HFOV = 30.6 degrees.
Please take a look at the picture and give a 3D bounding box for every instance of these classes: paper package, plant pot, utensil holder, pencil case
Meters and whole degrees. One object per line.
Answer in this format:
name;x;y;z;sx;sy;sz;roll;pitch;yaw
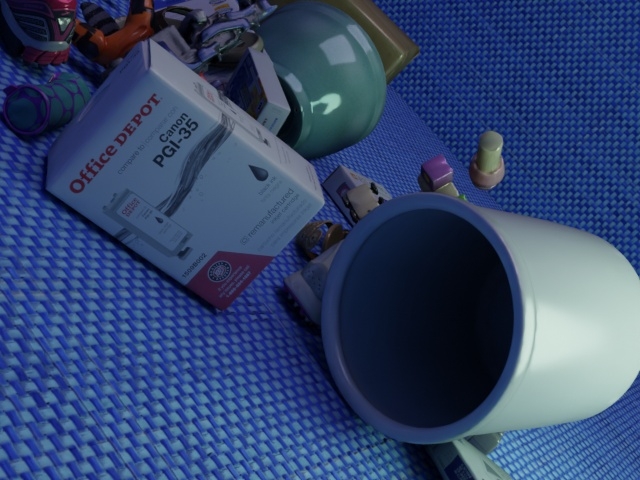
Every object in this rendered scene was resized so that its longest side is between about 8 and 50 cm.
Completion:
paper package;-0.016;-0.387;2.391;0.325;0.309;0.168;45;16;3
plant pot;-0.053;-0.269;2.144;0.293;0.293;0.196;46;43;4
utensil holder;0.247;0.113;1.657;0.385;0.327;0.327;6;40;-48
pencil case;-0.352;-0.178;1.507;0.070;0.064;0.151;59;14;-7

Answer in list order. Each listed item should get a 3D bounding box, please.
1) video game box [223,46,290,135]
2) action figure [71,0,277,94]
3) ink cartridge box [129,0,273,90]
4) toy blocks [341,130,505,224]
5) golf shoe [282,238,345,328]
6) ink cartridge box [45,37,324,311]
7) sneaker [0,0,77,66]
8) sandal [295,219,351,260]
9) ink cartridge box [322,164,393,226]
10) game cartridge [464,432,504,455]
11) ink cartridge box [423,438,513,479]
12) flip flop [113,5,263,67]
video game box;-0.126;-0.182;1.844;0.048;0.187;0.205;19;26;-24
action figure;-0.244;-0.300;1.817;0.341;0.178;0.330;-30;80;-28
ink cartridge box;-0.213;-0.344;2.051;0.065;0.186;0.311;83;-15;-45
toy blocks;0.236;0.014;2.073;0.260;0.309;0.288;81;-16;-68
golf shoe;0.066;0.069;1.791;0.115;0.140;0.306;49;15;20
ink cartridge box;-0.169;-0.077;1.452;0.283;0.207;0.117;37;17;-24
sneaker;-0.426;-0.382;1.679;0.121;0.112;0.299;-11;53;-42
sandal;-0.002;0.006;1.935;0.079;0.088;0.240;16;4;13
ink cartridge box;0.159;0.013;2.277;0.371;0.069;0.176;52;16;31
game cartridge;0.225;0.221;1.952;0.230;0.068;0.355;43;16;7
ink cartridge box;0.252;0.360;1.625;0.224;0.045;0.223;40;5;-19
flip flop;-0.229;-0.350;1.959;0.277;0.080;0.112;11;48;19
